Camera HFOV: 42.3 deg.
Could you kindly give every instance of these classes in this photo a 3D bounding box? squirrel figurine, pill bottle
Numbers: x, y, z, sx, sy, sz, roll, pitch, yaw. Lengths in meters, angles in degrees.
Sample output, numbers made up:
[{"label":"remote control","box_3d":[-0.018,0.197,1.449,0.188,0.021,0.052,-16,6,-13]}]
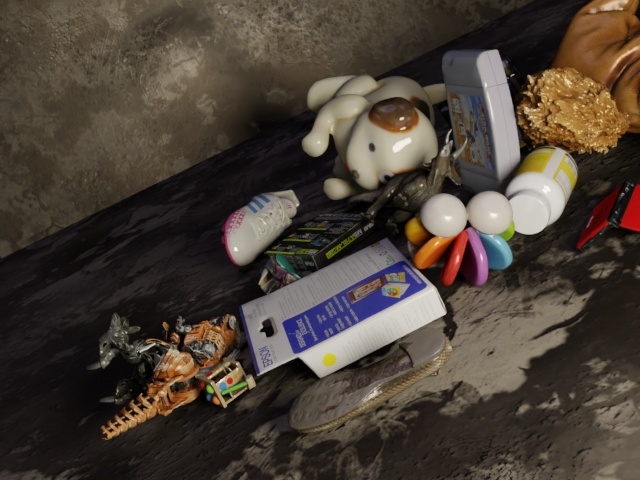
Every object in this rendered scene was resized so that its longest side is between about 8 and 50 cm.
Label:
[{"label":"squirrel figurine","box_3d":[0.556,-0.255,1.511,0.397,0.281,0.370,-27,29,1]},{"label":"pill bottle","box_3d":[0.382,-0.086,1.446,0.103,0.103,0.184,-12,22,35]},{"label":"pill bottle","box_3d":[0.418,-0.374,2.149,0.219,0.123,0.123,-34,16,14]}]

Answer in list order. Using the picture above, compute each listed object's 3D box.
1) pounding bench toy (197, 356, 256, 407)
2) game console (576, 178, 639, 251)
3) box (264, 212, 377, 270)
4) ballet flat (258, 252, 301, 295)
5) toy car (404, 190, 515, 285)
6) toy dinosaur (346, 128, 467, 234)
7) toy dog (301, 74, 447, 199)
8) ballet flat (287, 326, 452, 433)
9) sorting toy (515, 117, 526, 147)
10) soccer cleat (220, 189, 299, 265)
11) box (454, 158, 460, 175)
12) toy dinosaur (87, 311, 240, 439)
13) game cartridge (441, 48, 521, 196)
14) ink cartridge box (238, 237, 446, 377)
[{"label":"pounding bench toy","box_3d":[-0.150,0.233,1.331,0.065,0.052,0.083,-35,20,-27]},{"label":"game console","box_3d":[0.484,-0.028,1.296,0.124,0.085,0.144,-51,-4,41]},{"label":"box","box_3d":[0.000,0.000,1.807,0.184,0.045,0.190,-39,23,-30]},{"label":"ballet flat","box_3d":[-0.080,0.083,1.651,0.079,0.077,0.221,-46,20,-1]},{"label":"toy car","box_3d":[0.231,0.009,1.340,0.182,0.159,0.136,-3,61,-8]},{"label":"toy dinosaur","box_3d":[0.181,-0.093,1.702,0.160,0.121,0.313,-48,13,-32]},{"label":"toy dog","box_3d":[0.158,-0.230,1.942,0.395,0.285,0.408,-12,21,3]},{"label":"ballet flat","box_3d":[0.071,0.202,1.143,0.250,0.058,0.084,-30,39,3]},{"label":"sorting toy","box_3d":[0.480,-0.252,1.892,0.208,0.038,0.193,-9,22,20]},{"label":"soccer cleat","box_3d":[-0.138,-0.048,2.002,0.143,0.116,0.331,-20,18,18]},{"label":"box","box_3d":[0.322,-0.175,1.902,0.136,0.028,0.081,-9,24,47]},{"label":"toy dinosaur","box_3d":[-0.265,0.214,1.408,0.218,0.164,0.322,4,8,26]},{"label":"game cartridge","box_3d":[0.312,-0.218,1.594,0.062,0.297,0.198,-15,16,-7]},{"label":"ink cartridge box","box_3d":[0.025,0.120,1.404,0.307,0.072,0.303,-28,19,-2]}]
